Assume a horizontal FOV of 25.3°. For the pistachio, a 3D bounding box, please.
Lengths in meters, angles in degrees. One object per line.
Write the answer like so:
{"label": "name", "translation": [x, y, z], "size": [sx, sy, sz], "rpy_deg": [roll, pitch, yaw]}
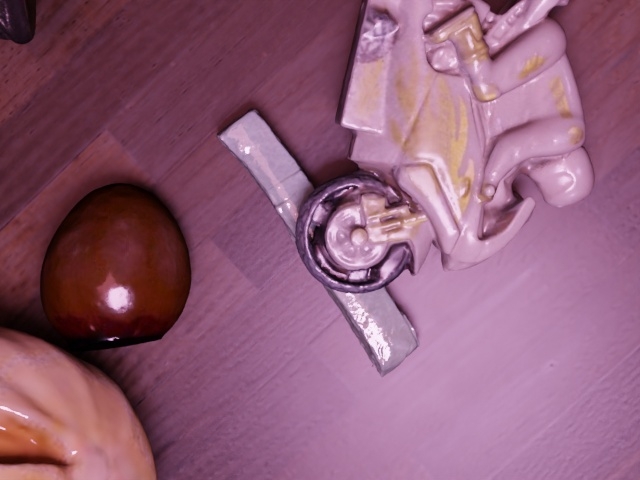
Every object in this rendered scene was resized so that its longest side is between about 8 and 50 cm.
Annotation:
{"label": "pistachio", "translation": [-0.281, 0.178, 1.131], "size": [0.309, 0.230, 0.230], "rpy_deg": [7, 96, 6]}

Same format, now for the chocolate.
{"label": "chocolate", "translation": [-0.169, 0.020, 1.167], "size": [0.124, 0.127, 0.133], "rpy_deg": [-9, 81, -26]}

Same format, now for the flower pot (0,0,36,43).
{"label": "flower pot", "translation": [-0.357, -0.236, 1.075], "size": [0.267, 0.266, 0.266], "rpy_deg": [-6, 95, -6]}

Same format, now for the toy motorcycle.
{"label": "toy motorcycle", "translation": [0.120, -0.108, 1.125], "size": [0.223, 0.108, 0.341], "rpy_deg": [14, 95, -5]}

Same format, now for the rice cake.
{"label": "rice cake", "translation": [0.000, 0.000, 1.174], "size": [0.045, 0.042, 0.245], "rpy_deg": [-34, 92, -6]}
